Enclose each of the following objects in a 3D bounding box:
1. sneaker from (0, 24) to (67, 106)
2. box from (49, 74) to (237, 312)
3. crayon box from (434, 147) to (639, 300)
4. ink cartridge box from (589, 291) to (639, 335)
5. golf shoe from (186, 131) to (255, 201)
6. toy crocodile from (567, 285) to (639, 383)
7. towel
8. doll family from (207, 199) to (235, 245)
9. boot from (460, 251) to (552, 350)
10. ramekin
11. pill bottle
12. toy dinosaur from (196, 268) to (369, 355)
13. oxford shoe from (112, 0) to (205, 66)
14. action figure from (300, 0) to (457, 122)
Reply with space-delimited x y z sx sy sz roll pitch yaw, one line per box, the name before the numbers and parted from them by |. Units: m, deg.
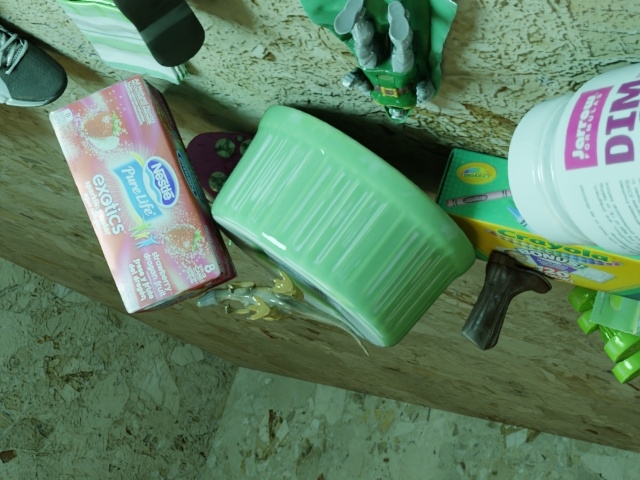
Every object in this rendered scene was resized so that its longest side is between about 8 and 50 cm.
sneaker | -0.397 -0.232 1.317 0.228 0.086 0.132 23 163 -16
box | -0.207 -0.050 1.355 0.122 0.257 0.128 -23 175 3
crayon box | 0.279 -0.013 1.308 0.278 0.081 0.165 15 166 15
ink cartridge box | 0.445 0.072 1.375 0.209 0.109 0.062 16 166 10
golf shoe | -0.060 -0.053 1.535 0.306 0.115 0.140 26 168 -26
toy crocodile | 0.429 0.115 1.601 0.115 0.105 0.340 58 -175 25
towel | -0.219 -0.222 1.252 0.113 0.023 0.152 13 166 17
doll family | -0.142 -0.051 1.707 0.193 0.076 0.111 39 163 -4
boot | 0.219 0.084 1.346 0.106 0.114 0.037 26 165 -28
ramekin | 0.017 -0.008 1.337 0.303 0.148 0.303 36 173 5
pill bottle | 0.290 -0.068 0.907 0.160 0.160 0.283 25 165 -27
toy dinosaur | -0.039 0.074 1.324 0.211 0.064 0.112 16 172 7
oxford shoe | -0.164 -0.241 1.020 0.076 0.076 0.212 55 169 24
action figure | 0.064 -0.162 1.055 0.137 0.063 0.232 11 169 14
